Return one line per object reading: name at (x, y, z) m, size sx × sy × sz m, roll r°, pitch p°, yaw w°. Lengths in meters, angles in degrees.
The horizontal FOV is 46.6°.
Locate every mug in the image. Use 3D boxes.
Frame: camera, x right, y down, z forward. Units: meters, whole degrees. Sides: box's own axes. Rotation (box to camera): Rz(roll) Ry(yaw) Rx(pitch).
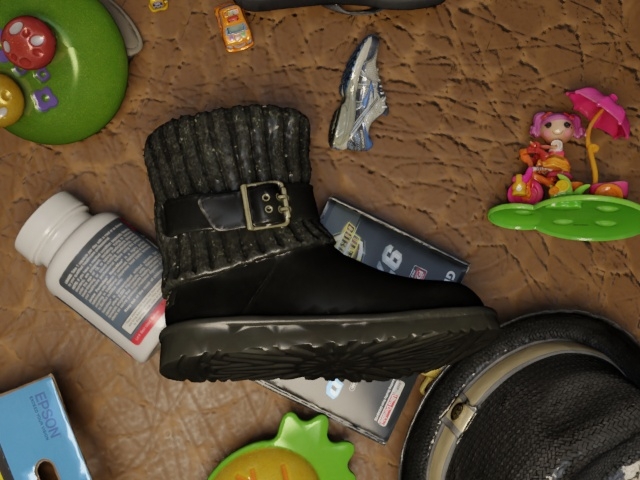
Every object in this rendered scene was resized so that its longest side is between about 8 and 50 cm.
mug at (0.150, 0.139, 0.832) m, size 0.064 × 0.078 × 0.062 m, roll 27°, pitch 41°, yaw -10°

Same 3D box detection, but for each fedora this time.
fedora at (0.248, 0.241, 0.753) m, size 0.333 × 0.152 × 0.334 m, roll -2°, pitch 97°, yaw -12°

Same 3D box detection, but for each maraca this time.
maraca at (-0.047, 0.264, 0.781) m, size 0.185 × 0.099 × 0.127 m, roll -44°, pitch 100°, yaw -2°

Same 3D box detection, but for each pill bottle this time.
pill bottle at (-0.222, 0.034, 0.782) m, size 0.180 × 0.108 × 0.108 m, roll 39°, pitch 85°, yaw -1°

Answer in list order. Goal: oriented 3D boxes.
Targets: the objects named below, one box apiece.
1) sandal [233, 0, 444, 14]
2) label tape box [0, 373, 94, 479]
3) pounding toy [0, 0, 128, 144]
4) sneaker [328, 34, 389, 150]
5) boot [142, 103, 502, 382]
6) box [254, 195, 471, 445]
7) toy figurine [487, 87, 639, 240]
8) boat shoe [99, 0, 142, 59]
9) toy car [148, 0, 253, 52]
sandal at (0.022, -0.299, 0.848) m, size 0.254 × 0.054 × 0.097 m, roll -1°, pitch 70°, yaw -3°
label tape box at (-0.374, 0.303, 0.755) m, size 0.333 × 0.106 × 0.241 m, roll -22°, pitch 88°, yaw -5°
pounding toy at (-0.326, -0.179, 0.756) m, size 0.236 × 0.110 × 0.183 m, roll 8°, pitch 112°, yaw 2°
sneaker at (0.051, -0.165, 0.847) m, size 0.058 × 0.052 × 0.135 m, roll 14°, pitch 93°, yaw -13°
boot at (0.000, -0.002, 0.740) m, size 0.347 × 0.131 × 0.260 m, roll 2°, pitch 63°, yaw -15°
box at (0.039, 0.087, 0.823) m, size 0.175 × 0.051 × 0.220 m, roll 27°, pitch 85°, yaw 0°
toy figurine at (0.282, -0.095, 0.840) m, size 0.173 × 0.130 × 0.159 m, roll 2°, pitch 71°, yaw 20°
boat shoe at (-0.295, -0.257, 0.831) m, size 0.206 × 0.075 × 0.065 m, roll 33°, pitch 128°, yaw -6°
toy car at (-0.136, -0.247, 0.839) m, size 0.121 × 0.040 × 0.060 m, roll 1°, pitch 86°, yaw -4°
